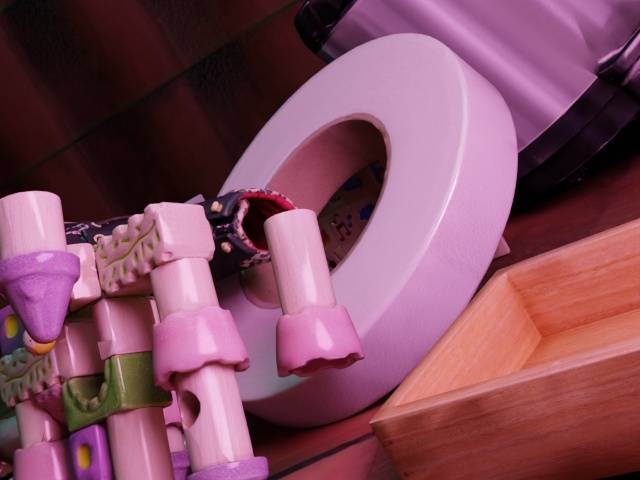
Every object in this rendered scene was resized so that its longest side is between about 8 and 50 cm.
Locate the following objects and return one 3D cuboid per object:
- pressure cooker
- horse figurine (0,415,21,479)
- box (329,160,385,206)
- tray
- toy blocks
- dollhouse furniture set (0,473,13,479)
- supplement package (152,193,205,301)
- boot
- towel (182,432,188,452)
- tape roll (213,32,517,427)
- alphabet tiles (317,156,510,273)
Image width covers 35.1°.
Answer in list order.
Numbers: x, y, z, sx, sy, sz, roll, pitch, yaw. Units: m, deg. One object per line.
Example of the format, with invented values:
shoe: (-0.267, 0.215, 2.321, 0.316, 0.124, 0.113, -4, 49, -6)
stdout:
pressure cooker: (0.228, -0.254, 1.152, 0.375, 0.420, 0.370, -45, 10, 43)
horse figurine: (-0.345, 0.240, 1.134, 0.263, 0.066, 0.174, -29, 12, 20)
box: (0.013, -0.047, 1.209, 0.059, 0.183, 0.233, -38, -1, -45)
tray: (0.239, 0.029, 0.539, 0.411, 0.076, 0.203, -23, 10, 40)
toy blocks: (-0.158, 0.137, 0.729, 0.309, 0.260, 0.289, 4, -23, -44)
dollhouse furniture set: (-0.417, 0.291, 1.265, 0.076, 0.058, 0.151, -37, -7, -34)
supplement package: (-0.276, 0.087, 1.637, 0.263, 0.199, 0.198, -35, 8, -26)
boot: (-0.148, 0.003, 0.894, 0.179, 0.085, 0.236, -21, -13, 39)
towel: (-0.242, 0.246, 1.121, 0.324, 0.056, 0.312, -35, 6, -16)
tape roll: (0.012, -0.014, 0.952, 0.392, 0.072, 0.392, -36, 38, 33)
alphabet tiles: (0.069, -0.036, 1.121, 0.237, 0.198, 0.009, -24, 8, 42)
